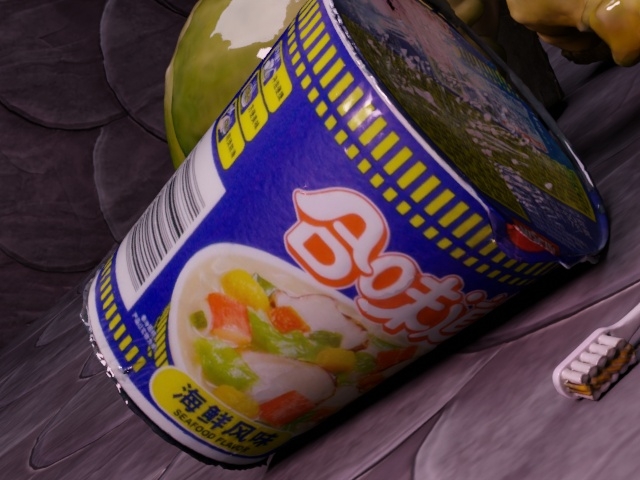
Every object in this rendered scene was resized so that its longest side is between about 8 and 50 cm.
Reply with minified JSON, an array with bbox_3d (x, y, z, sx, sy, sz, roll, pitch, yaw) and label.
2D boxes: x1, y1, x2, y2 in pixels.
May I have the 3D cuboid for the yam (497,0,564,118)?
[{"bbox_3d":[0.129,-0.202,1.556,0.161,0.268,0.161,-27,-1,-1],"label":"yam"}]

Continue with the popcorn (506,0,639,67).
[{"bbox_3d":[0.288,-0.278,1.217,0.292,0.293,0.334,-45,30,-24],"label":"popcorn"}]

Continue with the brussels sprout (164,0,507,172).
[{"bbox_3d":[0.017,-0.129,1.366,0.354,0.289,0.281,-58,6,21],"label":"brussels sprout"}]

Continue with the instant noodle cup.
[{"bbox_3d":[0.000,0.000,1.120,0.312,0.284,0.284,-43,7,23],"label":"instant noodle cup"}]

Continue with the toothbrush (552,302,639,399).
[{"bbox_3d":[0.257,-0.027,0.898,0.342,0.025,0.030,-41,17,-15],"label":"toothbrush"}]

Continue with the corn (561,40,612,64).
[{"bbox_3d":[0.313,-0.233,1.495,0.238,0.080,0.080,-28,14,49],"label":"corn"}]
